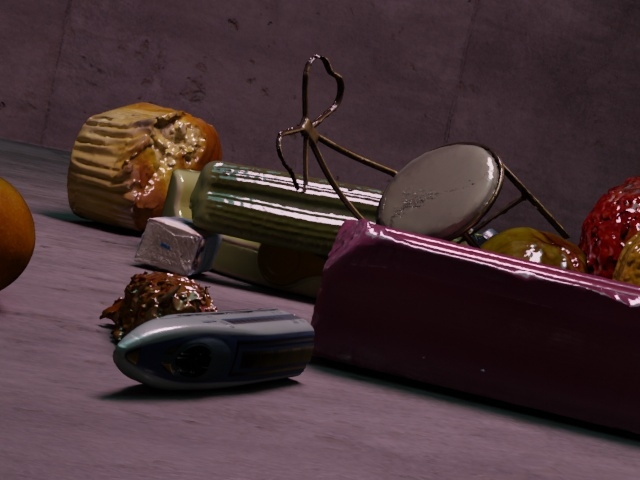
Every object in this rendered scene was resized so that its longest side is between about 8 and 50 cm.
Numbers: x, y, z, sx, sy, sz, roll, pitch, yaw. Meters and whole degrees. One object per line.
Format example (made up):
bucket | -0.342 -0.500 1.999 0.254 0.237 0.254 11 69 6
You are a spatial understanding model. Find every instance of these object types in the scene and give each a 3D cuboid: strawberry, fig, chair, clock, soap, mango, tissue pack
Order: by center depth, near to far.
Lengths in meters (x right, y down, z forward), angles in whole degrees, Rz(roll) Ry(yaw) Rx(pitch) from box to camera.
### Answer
mango | -0.300 -0.008 1.318 0.138 0.113 0.253 9 -3 2
soap | 0.179 0.075 1.467 0.360 0.128 0.233 13 3 6
chair | 0.112 -0.044 1.654 0.170 0.160 0.325 -6 -43 37
tissue pack | -0.160 0.006 1.827 0.074 0.058 0.094 18 6 12
fig | 0.232 0.056 1.854 0.166 0.154 0.144 -5 -52 42
clock | 0.000 0.000 1.972 0.348 0.117 0.286 17 7 44
strawberry | 0.473 0.007 2.258 0.274 0.274 0.220 9 35 -38

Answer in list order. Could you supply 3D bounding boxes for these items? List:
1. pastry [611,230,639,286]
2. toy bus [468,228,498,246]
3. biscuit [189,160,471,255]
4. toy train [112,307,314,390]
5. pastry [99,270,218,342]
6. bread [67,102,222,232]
pastry | 0.447 0.066 1.980 0.189 0.188 0.103 13 -2 5
toy bus | 0.207 0.043 2.092 0.088 0.101 0.175 46 18 23
biscuit | 0.013 -0.028 1.817 0.322 0.099 0.038 12 -31 -5
toy train | -0.075 0.084 1.174 0.048 0.055 0.252 24 9 21
pastry | -0.124 0.055 1.300 0.087 0.063 0.169 8 6 -18
bread | -0.230 -0.098 2.186 0.133 0.179 0.250 19 6 20
